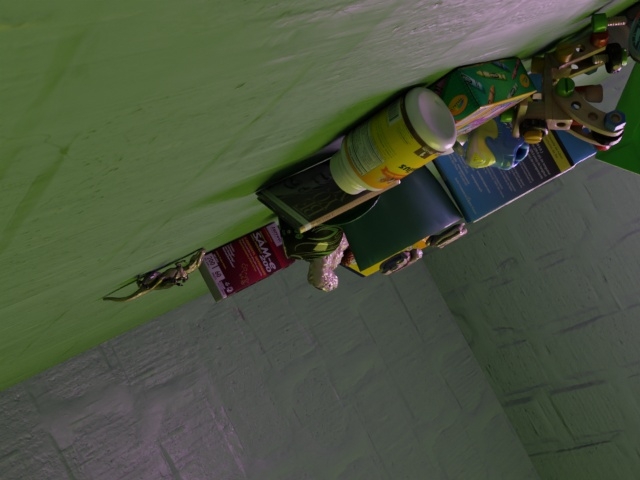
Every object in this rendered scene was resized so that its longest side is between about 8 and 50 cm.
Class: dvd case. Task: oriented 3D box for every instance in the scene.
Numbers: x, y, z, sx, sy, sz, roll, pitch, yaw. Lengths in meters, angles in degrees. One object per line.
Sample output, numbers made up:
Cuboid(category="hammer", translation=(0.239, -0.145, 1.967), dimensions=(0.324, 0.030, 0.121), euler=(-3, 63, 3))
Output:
Cuboid(category="dvd case", translation=(0.011, -0.098, 1.382), dimensions=(0.221, 0.018, 0.164), euler=(-28, -141, -21))

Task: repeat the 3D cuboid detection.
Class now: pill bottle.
Cuboid(category="pill bottle", translation=(0.699, -0.463, 1.665), dimensions=(0.160, 0.087, 0.087), euler=(-26, 177, -35))
Cuboid(category="pill bottle", translation=(0.117, -0.161, 1.260), dimensions=(0.215, 0.117, 0.117), euler=(-30, 176, 40))

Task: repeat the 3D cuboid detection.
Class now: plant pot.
Cuboid(category="plant pot", translation=(0.173, -0.091, 1.862), dimensions=(0.293, 0.235, 0.293), euler=(-28, 176, -2))

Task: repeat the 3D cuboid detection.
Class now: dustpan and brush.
Cuboid(category="dustpan and brush", translation=(0.291, -0.231, 1.658), dimensions=(0.147, 0.060, 0.211), euler=(-36, -142, 12))

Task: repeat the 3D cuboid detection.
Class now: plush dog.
Cuboid(category="plush dog", translation=(0.000, 0.000, 2.293), dimensions=(0.210, 0.262, 0.225), euler=(-54, 174, 20))

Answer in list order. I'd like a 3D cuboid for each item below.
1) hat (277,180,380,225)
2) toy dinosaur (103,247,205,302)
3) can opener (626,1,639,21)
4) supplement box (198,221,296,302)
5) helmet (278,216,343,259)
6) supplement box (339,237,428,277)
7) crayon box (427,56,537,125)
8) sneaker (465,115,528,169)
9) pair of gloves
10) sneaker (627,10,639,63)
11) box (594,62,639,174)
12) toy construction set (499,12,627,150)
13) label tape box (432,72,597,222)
Cuboid(category="hat", translation=(0.020, -0.147, 1.547), dimensions=(0.173, 0.183, 0.208), euler=(-22, -140, 10))
Cuboid(category="toy dinosaur", translation=(-0.382, 0.095, 1.742), dimensions=(0.268, 0.064, 0.118), euler=(-24, -177, -15))
Cuboid(category="can opener", translation=(0.770, -0.517, 1.508), dimensions=(0.280, 0.074, 0.093), euler=(-30, 177, 41))
Cuboid(category="supplement box", translation=(-0.203, 0.058, 2.013), dimensions=(0.239, 0.130, 0.073), euler=(-27, 177, -28))
Cuboid(category="helmet", translation=(-0.021, -0.027, 1.926), dimensions=(0.162, 0.169, 0.169), euler=(-11, 178, 2))
Cuboid(category="supplement box", translation=(0.189, -0.048, 2.438), dimensions=(0.357, 0.195, 0.194), euler=(-31, -144, 50))
Cuboid(category="crayon box", translation=(0.270, -0.256, 1.376), dimensions=(0.165, 0.081, 0.278), euler=(-30, 177, 39))
Cuboid(category="sneaker", translation=(0.393, -0.217, 1.631), dimensions=(0.240, 0.126, 0.091), euler=(-63, 169, -49))
Cuboid(category="pair of gloves", translation=(0.259, 0.020, 1.880), dimensions=(0.240, 0.042, 0.204), euler=(-31, 173, 17))
Cuboid(category="sneaker", translation=(0.649, -0.440, 1.327), dimensions=(0.261, 0.104, 0.125), euler=(-53, 158, 11))
Cuboid(category="box", translation=(0.739, -0.290, 1.662), dimensions=(0.231, 0.127, 0.261), euler=(-23, 134, -62))
Cuboid(category="toy construction set", translation=(0.492, -0.309, 1.563), dimensions=(0.237, 0.257, 0.309), euler=(-4, -177, 9))
Cuboid(category="label tape box", translation=(0.455, -0.232, 1.804), dimensions=(0.348, 0.249, 0.115), euler=(-30, 178, 2))
